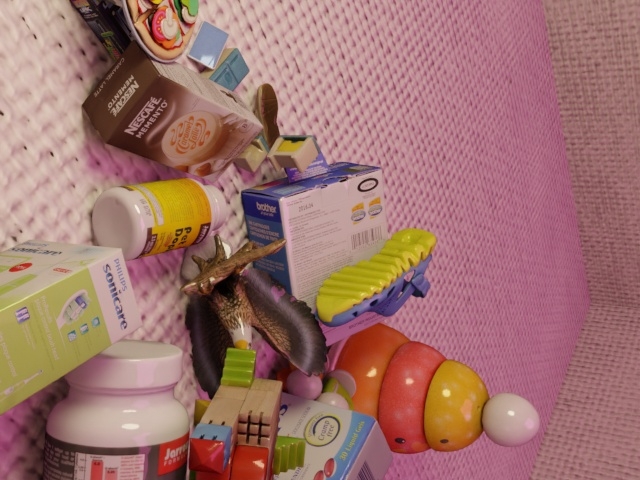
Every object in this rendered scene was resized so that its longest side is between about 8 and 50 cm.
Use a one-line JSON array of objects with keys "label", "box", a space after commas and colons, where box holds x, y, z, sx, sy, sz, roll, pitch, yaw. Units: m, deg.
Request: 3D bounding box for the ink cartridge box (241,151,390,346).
[{"label": "ink cartridge box", "box": [0.000, 0.000, 1.484, 0.270, 0.151, 0.395, -19, 112, -35]}]

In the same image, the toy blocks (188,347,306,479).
[{"label": "toy blocks", "box": [-0.131, 0.388, 1.086, 0.261, 0.191, 0.381, -68, 163, -79]}]

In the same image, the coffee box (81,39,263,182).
[{"label": "coffee box", "box": [-0.231, -0.199, 1.165, 0.141, 0.098, 0.246, -46, 149, 18]}]

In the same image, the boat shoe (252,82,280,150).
[{"label": "boat shoe", "box": [-0.113, -0.244, 1.434, 0.050, 0.045, 0.135, -22, 116, -44]}]

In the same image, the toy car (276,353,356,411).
[{"label": "toy car", "box": [-0.016, 0.330, 1.556, 0.182, 0.136, 0.159, 42, 20, -5]}]

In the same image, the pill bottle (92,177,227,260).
[{"label": "pill bottle", "box": [-0.256, -0.040, 1.187, 0.215, 0.117, 0.117, -17, 108, -53]}]

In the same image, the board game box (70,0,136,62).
[{"label": "board game box", "box": [-0.295, -0.376, 1.152, 0.170, 0.048, 0.141, -61, 137, -30]}]

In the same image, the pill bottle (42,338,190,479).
[{"label": "pill bottle", "box": [-0.305, 0.342, 1.081, 0.210, 0.210, 0.362, 3, 92, -55]}]

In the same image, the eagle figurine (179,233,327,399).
[{"label": "eagle figurine", "box": [-0.139, 0.148, 1.290, 0.298, 0.226, 0.225, 69, 35, -41]}]

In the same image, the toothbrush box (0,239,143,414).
[{"label": "toothbrush box", "box": [-0.406, 0.108, 0.911, 0.283, 0.206, 0.122, -32, 119, -48]}]

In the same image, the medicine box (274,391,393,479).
[{"label": "medicine box", "box": [-0.052, 0.452, 1.391, 0.263, 0.289, 0.149, -55, 138, -36]}]

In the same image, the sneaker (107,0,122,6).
[{"label": "sneaker", "box": [-0.306, -0.442, 1.007, 0.283, 0.124, 0.107, 43, 57, -33]}]

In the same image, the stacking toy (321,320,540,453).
[{"label": "stacking toy", "box": [0.264, 0.374, 1.672, 0.351, 0.480, 0.350, -9, 101, -54]}]

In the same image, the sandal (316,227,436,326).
[{"label": "sandal", "box": [0.124, 0.097, 1.434, 0.317, 0.126, 0.138, -28, 120, -33]}]

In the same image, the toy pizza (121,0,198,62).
[{"label": "toy pizza", "box": [-0.226, -0.363, 1.054, 0.201, 0.032, 0.201, 2, 90, -71]}]

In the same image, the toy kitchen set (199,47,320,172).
[{"label": "toy kitchen set", "box": [-0.105, -0.240, 1.338, 0.122, 0.166, 0.207, -59, 138, -31]}]

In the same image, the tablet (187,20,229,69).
[{"label": "tablet", "box": [-0.201, -0.352, 1.301, 0.054, 0.006, 0.083, 25, 67, -16]}]
